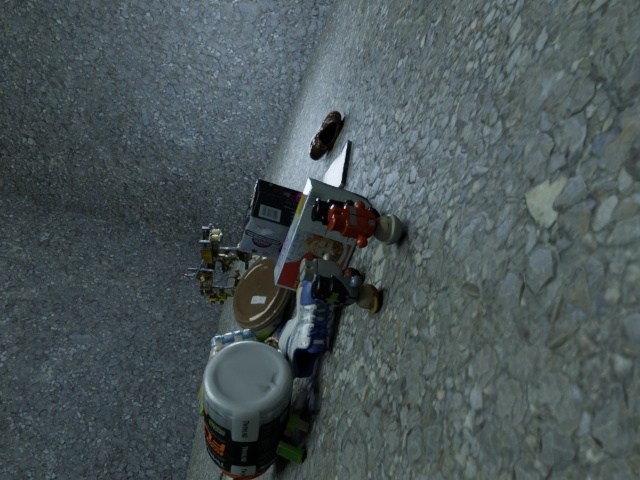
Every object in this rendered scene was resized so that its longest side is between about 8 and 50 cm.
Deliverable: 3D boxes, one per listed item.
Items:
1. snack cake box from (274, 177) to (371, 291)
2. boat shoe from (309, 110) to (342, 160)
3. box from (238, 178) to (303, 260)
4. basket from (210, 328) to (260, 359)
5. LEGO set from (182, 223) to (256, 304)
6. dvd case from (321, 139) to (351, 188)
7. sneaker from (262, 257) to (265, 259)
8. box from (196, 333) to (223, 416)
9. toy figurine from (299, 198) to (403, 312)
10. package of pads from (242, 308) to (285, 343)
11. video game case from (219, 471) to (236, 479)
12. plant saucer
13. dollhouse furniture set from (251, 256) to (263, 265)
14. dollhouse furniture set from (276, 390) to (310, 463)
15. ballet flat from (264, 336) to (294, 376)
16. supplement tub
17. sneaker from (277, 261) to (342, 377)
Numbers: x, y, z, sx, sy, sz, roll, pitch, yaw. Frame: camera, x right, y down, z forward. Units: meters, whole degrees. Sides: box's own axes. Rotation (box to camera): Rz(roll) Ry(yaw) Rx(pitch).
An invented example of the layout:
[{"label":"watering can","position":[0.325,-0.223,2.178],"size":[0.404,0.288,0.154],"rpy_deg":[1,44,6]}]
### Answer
[{"label":"snack cake box","position":[0.000,0.000,1.217],"size":[0.089,0.152,0.265],"rpy_deg":[-108,38,-68]},{"label":"boat shoe","position":[0.011,-0.357,1.761],"size":[0.073,0.073,0.207],"rpy_deg":[-84,17,-45]},{"label":"box","position":[-0.082,-0.035,1.377],"size":[0.163,0.247,0.142],"rpy_deg":[-87,18,-45]},{"label":"basket","position":[-0.242,0.435,1.571],"size":[0.255,0.200,0.289],"rpy_deg":[115,144,-70]},{"label":"LEGO set","position":[-0.384,0.072,2.007],"size":[0.331,0.254,0.192],"rpy_deg":[-82,-3,-48]},{"label":"dvd case","position":[0.039,-0.190,1.571],"size":[0.221,0.018,0.165],"rpy_deg":[130,153,-59]},{"label":"sneaker","position":[-0.150,0.024,1.905],"size":[0.151,0.094,0.256],"rpy_deg":[-171,96,-73]},{"label":"box","position":[-0.344,0.514,1.905],"size":[0.290,0.176,0.279],"rpy_deg":[155,131,-73]},{"label":"toy figurine","position":[0.058,0.024,1.002],"size":[0.213,0.148,0.210],"rpy_deg":[-150,72,-74]},{"label":"package of pads","position":[-0.202,0.227,1.848],"size":[0.296,0.101,0.229],"rpy_deg":[128,155,-55]},{"label":"video game case","position":[-0.299,0.821,1.647],"size":[0.232,0.041,0.210],"rpy_deg":[-99,29,-61]},{"label":"plant saucer","position":[-0.202,0.170,1.691],"size":[0.277,0.041,0.278],"rpy_deg":[-26,47,30]},{"label":"dollhouse furniture set","position":[-0.213,0.057,2.092],"size":[0.182,0.101,0.161],"rpy_deg":[145,140,-69]},{"label":"dollhouse furniture set","position":[-0.046,0.430,1.160],"size":[0.152,0.058,0.076],"rpy_deg":[-59,-11,-55]},{"label":"ballet flat","position":[-0.122,0.338,1.454],"size":[0.241,0.077,0.091],"rpy_deg":[-170,98,-76]},{"label":"supplement tub","position":[-0.178,0.424,1.216],"size":[0.207,0.207,0.338],"rpy_deg":[-91,7,-52]},{"label":"sneaker","position":[-0.005,0.191,1.163],"size":[0.131,0.111,0.297],"rpy_deg":[-119,42,-50]}]
